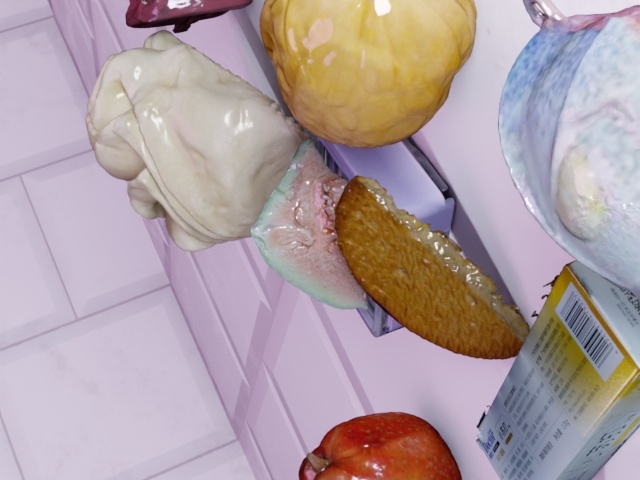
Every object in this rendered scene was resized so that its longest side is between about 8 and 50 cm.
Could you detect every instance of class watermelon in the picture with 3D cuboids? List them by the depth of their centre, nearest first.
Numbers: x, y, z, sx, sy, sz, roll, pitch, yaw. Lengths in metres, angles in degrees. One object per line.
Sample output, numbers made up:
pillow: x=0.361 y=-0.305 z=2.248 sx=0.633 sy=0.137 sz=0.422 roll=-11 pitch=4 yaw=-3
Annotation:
watermelon: x=-0.003 y=0.002 z=0.936 sx=0.080 sy=0.101 sz=0.155 roll=26 pitch=145 yaw=50

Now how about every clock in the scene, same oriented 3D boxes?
clock: x=0.058 y=-0.014 z=0.974 sx=0.144 sy=0.073 sz=0.193 roll=58 pitch=160 yaw=34

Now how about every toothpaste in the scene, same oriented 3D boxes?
toothpaste: x=0.184 y=0.115 z=0.730 sx=0.089 sy=0.071 sz=0.313 roll=58 pitch=161 yaw=26

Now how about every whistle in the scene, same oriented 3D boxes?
whistle: x=0.201 y=0.007 z=0.463 sx=0.346 sy=0.134 sz=0.142 roll=53 pitch=157 yaw=17

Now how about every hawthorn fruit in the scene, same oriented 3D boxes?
hawthorn fruit: x=0.064 y=0.274 z=1.127 sx=0.173 sy=0.179 sz=0.173 roll=180 pitch=90 yaw=-80

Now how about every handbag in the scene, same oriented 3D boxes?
handbag: x=-0.168 y=-0.320 z=1.199 sx=0.225 sy=0.146 sz=0.135 roll=-156 pitch=52 yaw=-69

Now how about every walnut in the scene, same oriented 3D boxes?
walnut: x=0.034 y=-0.150 z=0.736 sx=0.207 sy=0.159 sz=0.159 roll=111 pitch=135 yaw=-77

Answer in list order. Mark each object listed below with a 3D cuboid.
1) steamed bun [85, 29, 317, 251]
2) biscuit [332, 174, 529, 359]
steamed bun: x=-0.163 y=-0.115 z=1.187 sx=0.289 sy=0.203 sz=0.276 roll=37 pitch=-179 yaw=18
biscuit: x=0.084 y=0.032 z=0.860 sx=0.206 sy=0.025 sz=0.126 roll=44 pitch=147 yaw=-5
